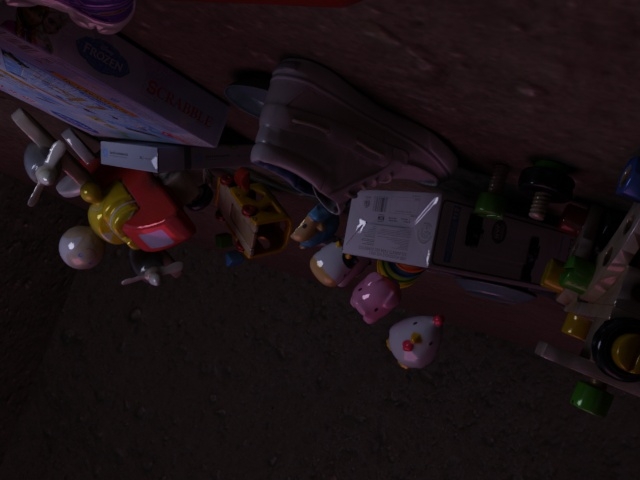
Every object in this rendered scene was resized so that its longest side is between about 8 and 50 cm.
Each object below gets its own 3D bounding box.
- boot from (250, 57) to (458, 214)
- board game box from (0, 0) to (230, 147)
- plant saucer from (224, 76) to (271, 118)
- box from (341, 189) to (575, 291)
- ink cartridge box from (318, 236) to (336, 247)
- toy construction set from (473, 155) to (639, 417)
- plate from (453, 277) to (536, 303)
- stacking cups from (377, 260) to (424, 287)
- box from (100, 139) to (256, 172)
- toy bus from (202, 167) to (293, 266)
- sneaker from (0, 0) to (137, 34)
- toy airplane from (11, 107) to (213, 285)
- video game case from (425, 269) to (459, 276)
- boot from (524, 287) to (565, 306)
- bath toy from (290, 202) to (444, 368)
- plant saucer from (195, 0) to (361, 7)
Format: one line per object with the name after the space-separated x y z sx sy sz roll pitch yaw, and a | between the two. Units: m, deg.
0.038 -0.083 0.778 0.258 0.123 0.095 24 171 -32 | boot
-0.335 -0.221 0.930 0.318 0.066 0.318 12 169 41 | board game box
-0.053 -0.161 0.832 0.119 0.021 0.119 19 171 3 | plant saucer
0.194 0.004 0.948 0.290 0.087 0.169 11 179 -38 | box
0.000 0.000 1.772 0.062 0.029 0.115 24 170 -32 | ink cartridge box
0.331 0.073 0.743 0.308 0.237 0.257 21 172 -19 | toy construction set
0.393 0.119 1.625 0.188 0.024 0.188 15 173 2 | plate
0.165 0.021 1.361 0.096 0.096 0.316 18 168 4 | stacking cups
-0.212 -0.131 1.082 0.145 0.038 0.186 12 -166 41 | box
-0.132 -0.060 1.383 0.104 0.202 0.191 -11 -179 -30 | toy bus
-0.245 -0.246 0.632 0.169 0.068 0.071 13 159 -19 | sneaker
-0.428 -0.069 1.417 0.386 0.272 0.384 35 161 -3 | toy airplane
0.222 0.050 1.644 0.119 0.015 0.166 24 171 -35 | video game case
0.400 0.067 1.022 0.222 0.118 0.338 22 169 14 | boot
0.096 0.085 1.323 0.348 0.151 0.129 48 134 10 | bath toy
-0.105 -0.224 0.446 0.259 0.048 0.258 15 171 32 | plant saucer
